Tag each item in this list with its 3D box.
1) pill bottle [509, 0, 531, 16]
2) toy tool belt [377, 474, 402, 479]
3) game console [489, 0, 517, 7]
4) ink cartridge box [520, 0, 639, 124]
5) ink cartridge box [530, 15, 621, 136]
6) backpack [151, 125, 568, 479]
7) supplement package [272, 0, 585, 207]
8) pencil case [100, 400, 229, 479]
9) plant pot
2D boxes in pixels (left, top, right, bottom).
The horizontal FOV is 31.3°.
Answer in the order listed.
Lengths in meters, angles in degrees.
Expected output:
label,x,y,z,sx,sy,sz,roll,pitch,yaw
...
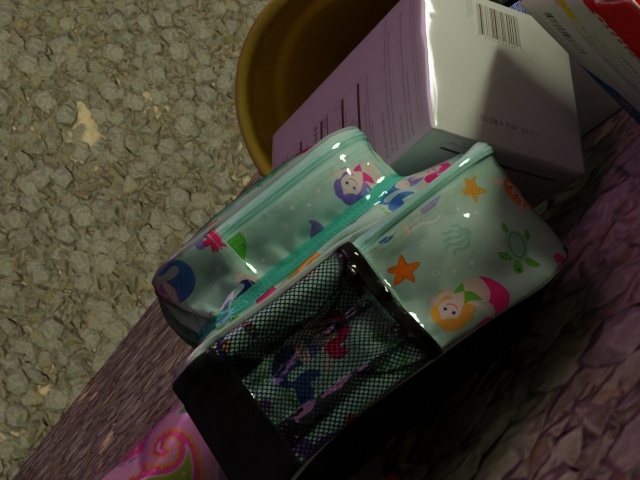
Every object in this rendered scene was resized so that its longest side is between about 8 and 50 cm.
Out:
label,x,y,z,sx,sy,sz,roll,pitch,yaw
pill bottle,0.191,-0.256,1.363,0.112,0.112,0.187,-39,13,40
toy tool belt,0.017,0.173,0.661,0.051,0.052,0.083,-30,19,36
game console,0.246,-0.321,1.058,0.361,0.044,0.213,-38,-34,-30
ink cartridge box,0.221,-0.132,0.716,0.078,0.134,0.231,-47,11,6
ink cartridge box,0.215,-0.156,1.000,0.127,0.072,0.175,-39,13,40
backpack,0.022,0.039,0.729,0.253,0.191,0.225,-32,-5,-9
supplement package,0.072,-0.070,0.909,0.244,0.139,0.134,-39,44,51
pencil case,-0.062,0.150,0.906,0.284,0.124,0.124,-48,10,2
plant pot,0.072,-0.158,1.185,0.254,0.254,0.239,-43,-4,24
